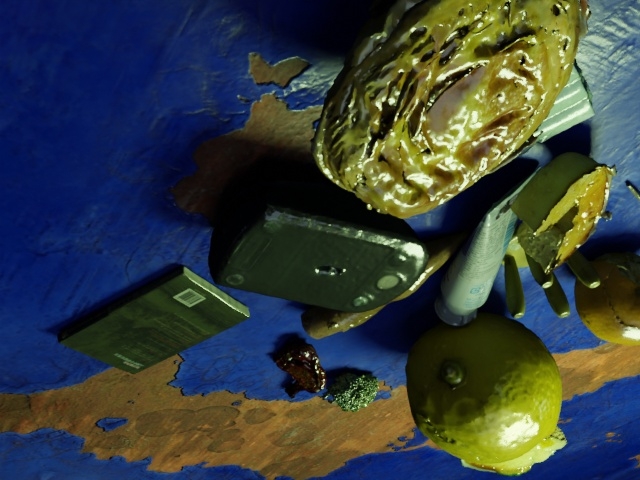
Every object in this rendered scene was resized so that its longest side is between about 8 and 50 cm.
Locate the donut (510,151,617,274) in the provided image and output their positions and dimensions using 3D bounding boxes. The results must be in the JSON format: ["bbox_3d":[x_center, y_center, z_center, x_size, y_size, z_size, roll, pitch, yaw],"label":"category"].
[{"bbox_3d":[0.315,-0.047,0.980,0.146,0.078,0.181,-46,146,-1],"label":"donut"}]

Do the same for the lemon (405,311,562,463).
[{"bbox_3d":[0.270,0.242,1.245,0.261,0.260,0.284,-15,161,1],"label":"lemon"}]

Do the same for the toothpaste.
[{"bbox_3d":[0.230,0.018,1.070,0.114,0.073,0.299,-36,155,-30],"label":"toothpaste"}]

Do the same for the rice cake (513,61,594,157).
[{"bbox_3d":[0.199,-0.127,0.877,0.237,0.043,0.127,-28,142,18],"label":"rice cake"}]

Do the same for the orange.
[{"bbox_3d":[0.481,0.093,1.206,0.157,0.156,0.134,-4,165,-14],"label":"orange"}]

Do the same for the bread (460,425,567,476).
[{"bbox_3d":[0.393,0.404,1.623,0.252,0.132,0.174,22,126,-38],"label":"bread"}]

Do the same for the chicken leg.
[{"bbox_3d":[-0.031,0.228,1.296,0.093,0.053,0.205,6,140,12],"label":"chicken leg"}]

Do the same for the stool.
[{"bbox_3d":[0.327,0.043,1.107,0.135,0.110,0.134,-24,145,17],"label":"stool"}]

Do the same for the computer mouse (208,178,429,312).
[{"bbox_3d":[0.000,0.000,0.937,0.270,0.100,0.170,15,132,-28],"label":"computer mouse"}]

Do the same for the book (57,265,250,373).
[{"bbox_3d":[-0.239,0.122,1.092,0.228,0.024,0.160,-27,143,18],"label":"book"}]

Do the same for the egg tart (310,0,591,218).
[{"bbox_3d":[0.116,-0.162,0.732,0.297,0.132,0.297,-16,139,-15],"label":"egg tart"}]

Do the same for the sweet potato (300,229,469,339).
[{"bbox_3d":[0.096,0.068,1.104,0.281,0.059,0.067,-32,151,26],"label":"sweet potato"}]

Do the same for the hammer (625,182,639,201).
[{"bbox_3d":[0.469,-0.054,1.094,0.019,0.035,0.110,-36,131,27],"label":"hammer"}]

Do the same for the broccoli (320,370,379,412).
[{"bbox_3d":[0.057,0.276,1.389,0.092,0.097,0.095,9,147,54],"label":"broccoli"}]
